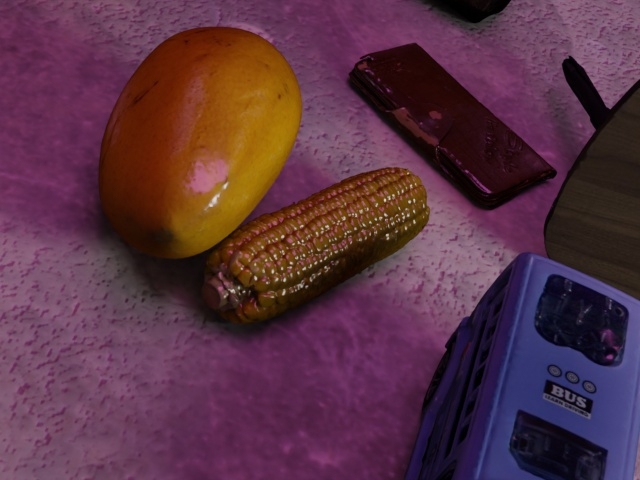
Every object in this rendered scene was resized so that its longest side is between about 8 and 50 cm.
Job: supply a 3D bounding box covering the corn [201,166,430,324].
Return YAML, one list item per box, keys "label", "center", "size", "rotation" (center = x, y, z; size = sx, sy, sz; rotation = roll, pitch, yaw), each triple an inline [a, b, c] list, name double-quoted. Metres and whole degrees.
- label: "corn"
  center: [0.000, 0.000, 0.874]
  size: [0.207, 0.068, 0.068]
  rotation: [-27, 62, -38]

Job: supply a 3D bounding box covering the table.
- label: "table"
  center: [0.346, -0.128, 0.978]
  size: [0.317, 0.317, 0.249]
  rotation: [18, 38, -6]

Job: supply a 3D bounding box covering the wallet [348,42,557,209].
- label: "wallet"
  center: [0.109, -0.101, 1.048]
  size: [0.095, 0.026, 0.176]
  rotation: [-22, 60, -39]

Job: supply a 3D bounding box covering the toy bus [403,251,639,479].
- label: "toy bus"
  center: [0.116, 0.147, 0.731]
  size: [0.125, 0.133, 0.292]
  rotation: [24, 43, 0]

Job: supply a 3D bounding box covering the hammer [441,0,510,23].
- label: "hammer"
  center: [0.139, -0.377, 1.304]
  size: [0.242, 0.095, 0.409]
  rotation: [29, 38, 6]

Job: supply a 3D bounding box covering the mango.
- label: "mango"
  center: [-0.085, -0.064, 0.845]
  size: [0.112, 0.145, 0.219]
  rotation: [51, 26, -24]
